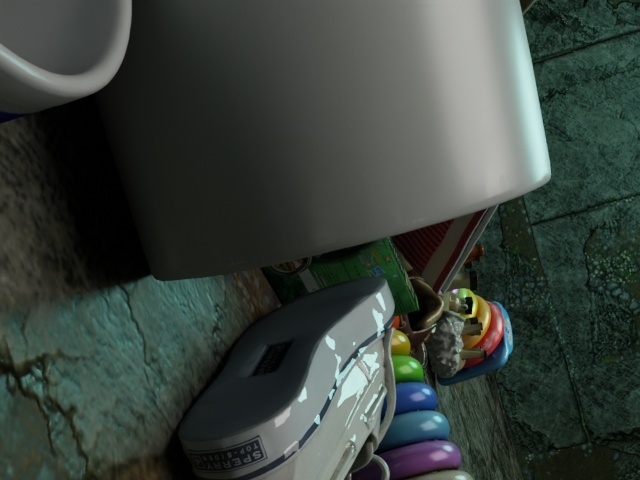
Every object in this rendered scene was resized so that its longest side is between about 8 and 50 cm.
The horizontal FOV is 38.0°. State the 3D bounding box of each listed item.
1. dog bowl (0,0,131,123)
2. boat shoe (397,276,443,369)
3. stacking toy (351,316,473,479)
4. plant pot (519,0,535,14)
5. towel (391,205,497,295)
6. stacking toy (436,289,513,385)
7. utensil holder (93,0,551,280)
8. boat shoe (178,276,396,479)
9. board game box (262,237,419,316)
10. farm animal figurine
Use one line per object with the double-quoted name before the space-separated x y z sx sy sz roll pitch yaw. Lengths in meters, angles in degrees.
"dog bowl" -0.194 -0.178 0.420 0.265 0.104 0.264 -16 90 -77
"boat shoe" 0.118 0.112 1.328 0.342 0.123 0.123 55 24 -55
"stacking toy" 0.068 0.156 1.086 0.141 0.141 0.330 44 29 -65
"plant pot" 0.021 -0.298 0.991 0.305 0.334 0.334 53 12 6
"towel" 0.111 -0.119 1.233 0.329 0.037 0.237 56 -40 33
"stacking toy" 0.232 0.124 1.799 0.302 0.166 0.175 48 30 -31
"utensil holder" -0.027 -0.194 0.675 0.327 0.328 0.385 -36 113 -76
"boat shoe" 0.004 0.150 0.800 0.367 0.136 0.156 -52 125 -70
"board game box" 0.000 0.000 0.949 0.030 0.136 0.259 -96 165 -47
"farm animal figurine" 0.175 0.037 1.600 0.330 0.172 0.326 -82 167 -76
